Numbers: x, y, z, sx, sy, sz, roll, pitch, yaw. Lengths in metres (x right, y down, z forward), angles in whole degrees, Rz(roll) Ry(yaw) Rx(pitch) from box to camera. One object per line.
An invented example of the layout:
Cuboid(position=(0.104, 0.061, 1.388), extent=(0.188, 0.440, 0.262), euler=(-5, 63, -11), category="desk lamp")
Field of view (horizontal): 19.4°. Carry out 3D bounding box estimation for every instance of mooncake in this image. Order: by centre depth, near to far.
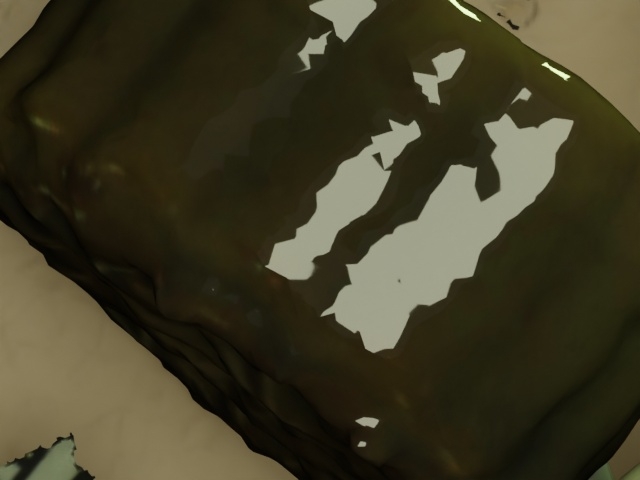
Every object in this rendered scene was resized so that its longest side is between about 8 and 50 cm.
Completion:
Cuboid(position=(0.000, 0.000, 0.570), extent=(0.228, 0.228, 0.124), euler=(36, 82, -7), category="mooncake")

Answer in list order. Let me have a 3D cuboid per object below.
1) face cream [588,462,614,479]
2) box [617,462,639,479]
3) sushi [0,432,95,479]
Cuboid(position=(0.131, 0.244, 0.642), extent=(0.102, 0.102, 0.345), euler=(-27, 92, -11), category="face cream")
Cuboid(position=(0.255, 0.123, 0.534), extent=(0.349, 0.289, 0.141), euler=(17, 68, -44), category="box")
Cuboid(position=(-0.167, 0.220, 0.611), extent=(0.290, 0.050, 0.264), euler=(-28, 113, -12), category="sushi")
